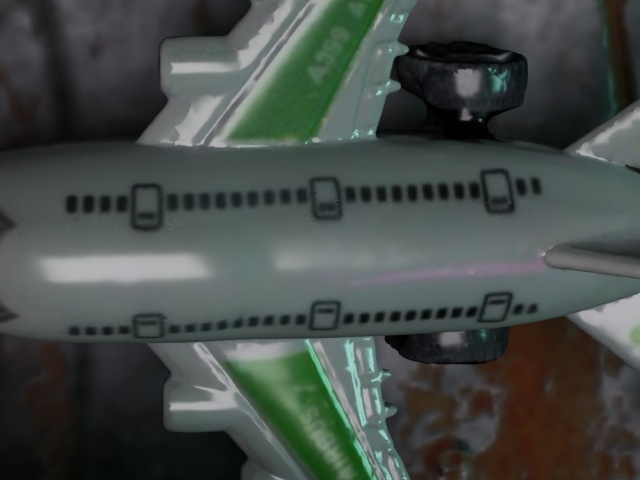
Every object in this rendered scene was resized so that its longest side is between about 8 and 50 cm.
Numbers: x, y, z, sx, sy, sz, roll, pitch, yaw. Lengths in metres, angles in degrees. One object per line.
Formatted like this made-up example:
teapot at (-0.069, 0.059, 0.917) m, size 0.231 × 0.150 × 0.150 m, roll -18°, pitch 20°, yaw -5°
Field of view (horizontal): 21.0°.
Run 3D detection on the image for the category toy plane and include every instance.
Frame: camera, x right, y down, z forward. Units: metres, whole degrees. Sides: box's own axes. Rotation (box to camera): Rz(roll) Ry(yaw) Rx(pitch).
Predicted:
toy plane at (0.000, -0.001, 0.491) m, size 0.255 × 0.101 × 0.251 m, roll 0°, pitch 105°, yaw -2°
